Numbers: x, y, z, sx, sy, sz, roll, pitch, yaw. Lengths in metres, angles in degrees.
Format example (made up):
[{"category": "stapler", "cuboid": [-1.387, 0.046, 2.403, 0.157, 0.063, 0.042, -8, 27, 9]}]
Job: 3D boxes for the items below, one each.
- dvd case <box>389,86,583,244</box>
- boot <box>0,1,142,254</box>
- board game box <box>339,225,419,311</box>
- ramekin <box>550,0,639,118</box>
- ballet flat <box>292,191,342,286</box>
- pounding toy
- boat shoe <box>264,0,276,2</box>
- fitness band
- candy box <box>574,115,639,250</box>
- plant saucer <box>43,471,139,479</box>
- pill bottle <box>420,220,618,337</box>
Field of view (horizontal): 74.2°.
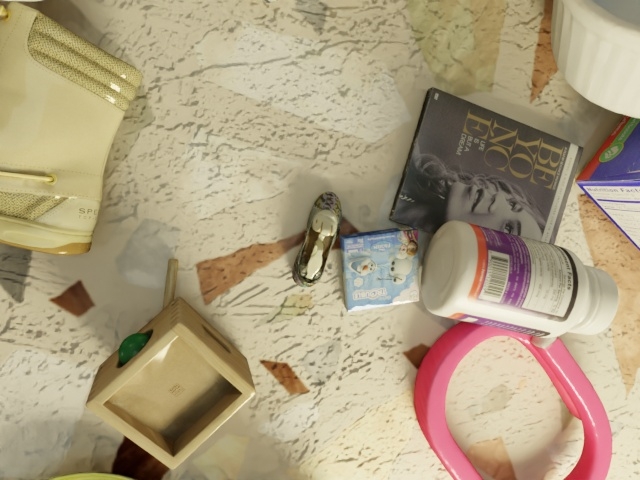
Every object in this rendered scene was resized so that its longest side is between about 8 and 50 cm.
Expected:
[{"category": "dvd case", "cuboid": [0.209, -0.071, 0.524, 0.221, 0.018, 0.165, 17, 91, -12]}, {"category": "boot", "cuboid": [-0.316, -0.117, 0.376, 0.261, 0.095, 0.204, 19, 91, -14]}, {"category": "board game box", "cuboid": [0.070, 0.033, 0.496, 0.090, 0.020, 0.090, -8, 106, -10]}, {"category": "ramekin", "cuboid": [0.380, -0.260, 0.429, 0.276, 0.135, 0.278, -6, 69, 17]}, {"category": "ballet flat", "cuboid": [0.000, 0.000, 0.477, 0.041, 0.041, 0.115, 19, 90, -12]}, {"category": "pounding toy", "cuboid": [-0.152, 0.120, 0.437, 0.130, 0.100, 0.141, -42, 111, -5]}, {"category": "boat shoe", "cuboid": [-0.144, -0.327, 0.396, 0.088, 0.096, 0.267, -33, 124, 26]}, {"category": "fitness band", "cuboid": [0.245, 0.231, 0.535, 0.209, 0.054, 0.291, -38, 99, -6]}, {"category": "candy box", "cuboid": [0.533, -0.074, 0.537, 0.317, 0.122, 0.268, 41, 87, -12]}, {"category": "plant saucer", "cuboid": [-0.251, 0.355, 0.453, 0.240, 0.037, 0.241, -1, 94, -11]}, {"category": "pill bottle", "cuboid": [0.223, 0.050, 0.481, 0.193, 0.108, 0.108, 13, 91, -8]}]
